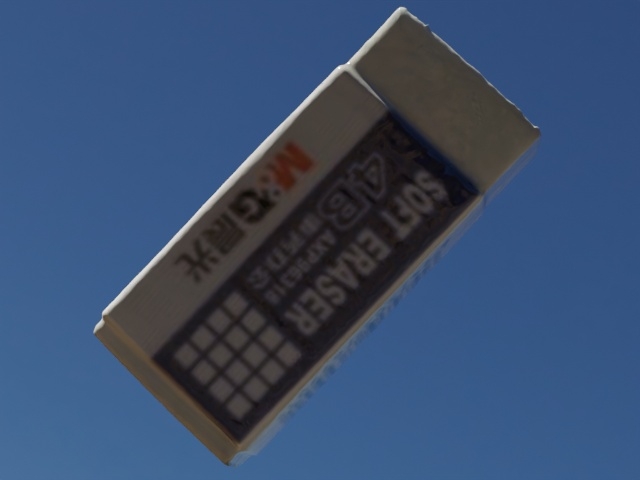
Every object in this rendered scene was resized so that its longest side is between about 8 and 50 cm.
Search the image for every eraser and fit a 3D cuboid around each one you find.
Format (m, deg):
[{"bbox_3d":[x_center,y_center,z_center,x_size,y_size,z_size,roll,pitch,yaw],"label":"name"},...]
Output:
[{"bbox_3d":[0.000,0.000,1.220,0.124,0.279,0.081,43,-3,10],"label":"eraser"}]
